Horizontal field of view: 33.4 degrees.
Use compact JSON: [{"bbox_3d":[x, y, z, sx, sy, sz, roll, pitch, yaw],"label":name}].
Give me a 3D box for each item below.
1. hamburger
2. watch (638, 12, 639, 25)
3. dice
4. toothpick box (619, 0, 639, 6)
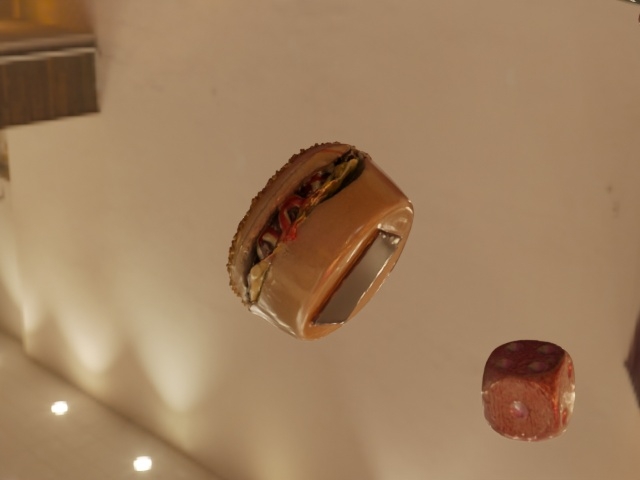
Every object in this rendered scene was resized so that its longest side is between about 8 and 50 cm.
[{"bbox_3d":[0.000,0.000,1.524,0.170,0.302,0.302,38,-146,19],"label":"hamburger"},{"bbox_3d":[0.596,-0.335,1.548,0.217,0.211,0.248,-15,-164,31],"label":"watch"},{"bbox_3d":[0.246,0.177,1.259,0.093,0.094,0.091,3,-153,26],"label":"dice"},{"bbox_3d":[0.376,-0.345,1.284,0.120,0.120,0.184,-11,-146,-32],"label":"toothpick box"}]
